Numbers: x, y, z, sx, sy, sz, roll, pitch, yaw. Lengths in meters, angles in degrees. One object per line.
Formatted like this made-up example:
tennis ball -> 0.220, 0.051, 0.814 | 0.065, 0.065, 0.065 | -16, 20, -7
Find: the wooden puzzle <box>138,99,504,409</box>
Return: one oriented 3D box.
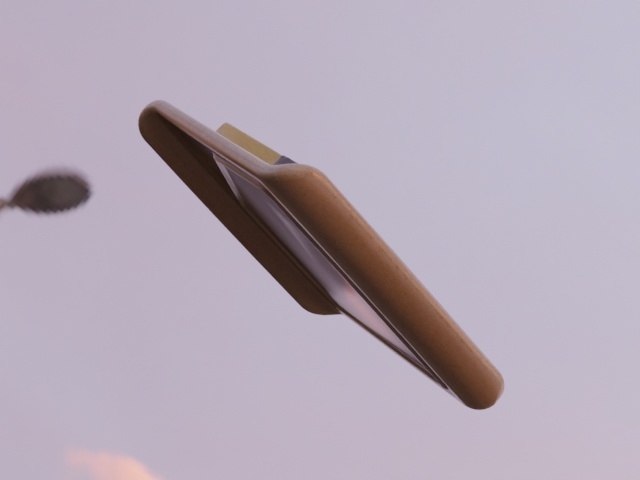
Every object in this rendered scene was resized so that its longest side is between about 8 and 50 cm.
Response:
wooden puzzle -> 0.000, 0.000, 1.079 | 0.221, 0.044, 0.239 | 47, -11, -29
